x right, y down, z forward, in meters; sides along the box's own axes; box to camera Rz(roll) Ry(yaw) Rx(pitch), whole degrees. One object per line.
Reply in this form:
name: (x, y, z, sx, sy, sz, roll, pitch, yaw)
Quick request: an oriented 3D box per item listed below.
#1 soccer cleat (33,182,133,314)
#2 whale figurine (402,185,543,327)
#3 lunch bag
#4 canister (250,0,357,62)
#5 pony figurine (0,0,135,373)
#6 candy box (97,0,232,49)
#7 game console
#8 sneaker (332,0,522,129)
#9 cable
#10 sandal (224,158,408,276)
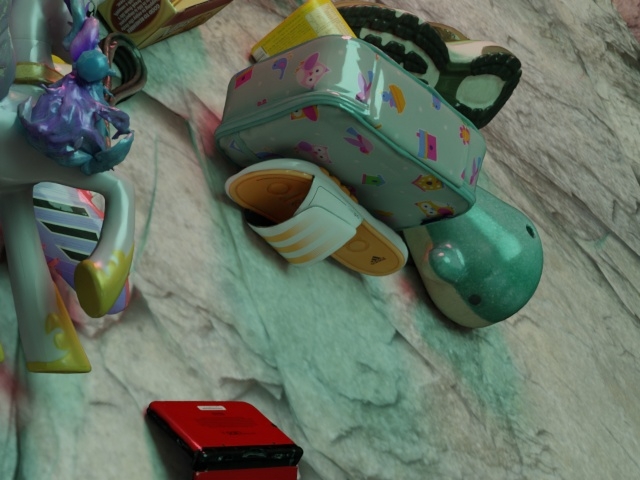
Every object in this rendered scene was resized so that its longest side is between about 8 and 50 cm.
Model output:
soccer cleat: (-0.246, -0.039, 1.145, 0.095, 0.083, 0.248, -30, 96, -32)
whale figurine: (0.181, -0.023, 1.715, 0.272, 0.141, 0.216, 56, 29, -15)
lunch bag: (0.034, -0.102, 1.512, 0.279, 0.224, 0.108, 33, 56, -36)
canister: (0.008, -0.198, 1.657, 0.170, 0.126, 0.073, 54, 30, -1)
pony figurine: (-0.282, -0.090, 0.989, 0.351, 0.303, 0.363, 7, 79, -41)
candy box: (-0.233, -0.374, 1.504, 0.316, 0.087, 0.183, 56, 30, -3)
game console: (-0.090, 0.211, 1.227, 0.124, 0.085, 0.144, 37, 16, 34)
sneaker: (0.098, -0.257, 1.888, 0.410, 0.158, 0.182, 11, 22, -50)
cable: (-0.210, -0.143, 1.307, 0.139, 0.072, 0.287, 55, 24, -1)
sandal: (0.009, -0.004, 1.493, 0.265, 0.102, 0.076, 31, 44, -39)
